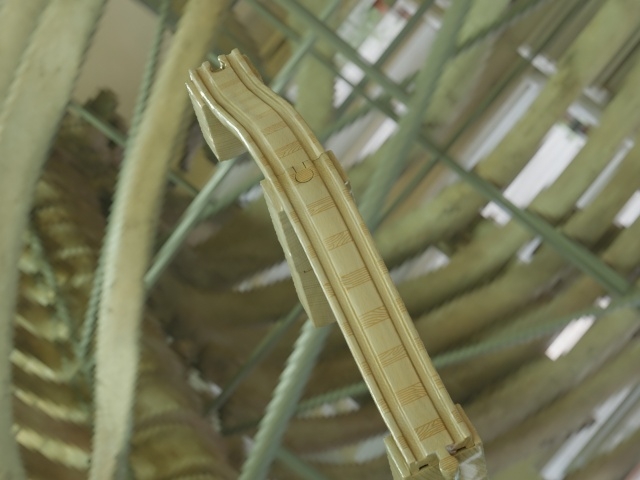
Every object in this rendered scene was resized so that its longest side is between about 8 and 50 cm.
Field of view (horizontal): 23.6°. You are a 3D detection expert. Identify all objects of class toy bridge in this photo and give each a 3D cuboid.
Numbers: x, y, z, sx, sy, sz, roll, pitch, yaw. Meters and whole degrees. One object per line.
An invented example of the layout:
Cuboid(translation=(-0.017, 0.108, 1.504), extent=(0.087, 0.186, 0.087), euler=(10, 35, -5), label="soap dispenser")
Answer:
Cuboid(translation=(0.000, 0.000, 0.465), extent=(0.063, 0.026, 0.188), euler=(74, 169, -48), label="toy bridge")
